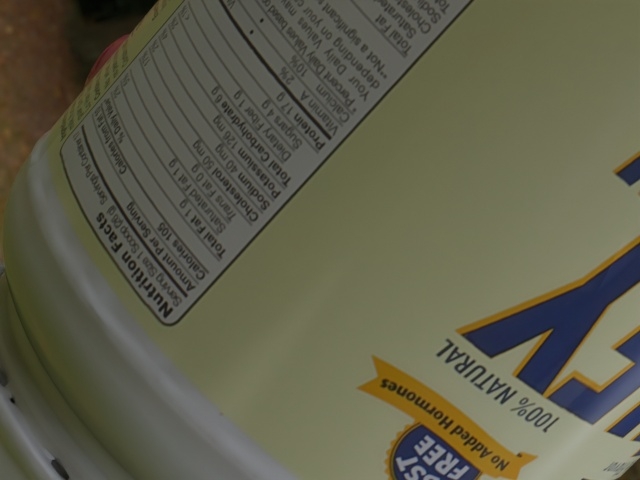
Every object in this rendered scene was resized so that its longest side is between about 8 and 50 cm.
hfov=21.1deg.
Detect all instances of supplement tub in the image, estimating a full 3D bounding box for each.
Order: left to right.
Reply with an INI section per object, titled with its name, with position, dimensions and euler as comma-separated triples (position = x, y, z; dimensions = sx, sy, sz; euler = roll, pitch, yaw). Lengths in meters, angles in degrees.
[supplement tub]
position = 0.038, -0.016, 0.612
dimensions = 0.235, 0.325, 0.235
euler = 39, 16, -13

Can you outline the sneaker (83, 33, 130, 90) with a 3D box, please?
[sneaker]
position = 0.000, 0.000, 0.824
dimensions = 0.299, 0.121, 0.112
euler = 38, 13, -35
